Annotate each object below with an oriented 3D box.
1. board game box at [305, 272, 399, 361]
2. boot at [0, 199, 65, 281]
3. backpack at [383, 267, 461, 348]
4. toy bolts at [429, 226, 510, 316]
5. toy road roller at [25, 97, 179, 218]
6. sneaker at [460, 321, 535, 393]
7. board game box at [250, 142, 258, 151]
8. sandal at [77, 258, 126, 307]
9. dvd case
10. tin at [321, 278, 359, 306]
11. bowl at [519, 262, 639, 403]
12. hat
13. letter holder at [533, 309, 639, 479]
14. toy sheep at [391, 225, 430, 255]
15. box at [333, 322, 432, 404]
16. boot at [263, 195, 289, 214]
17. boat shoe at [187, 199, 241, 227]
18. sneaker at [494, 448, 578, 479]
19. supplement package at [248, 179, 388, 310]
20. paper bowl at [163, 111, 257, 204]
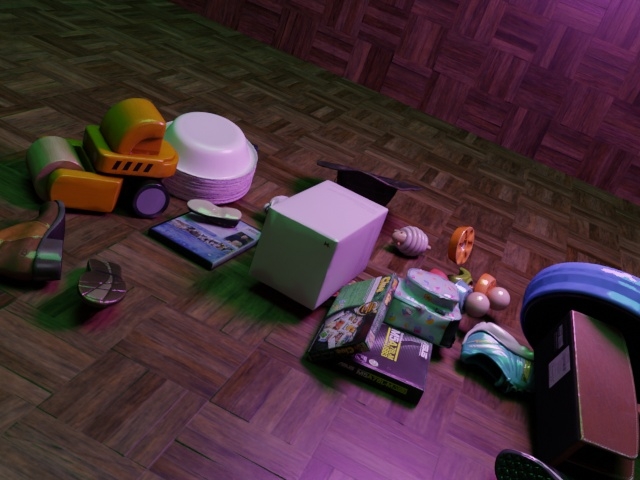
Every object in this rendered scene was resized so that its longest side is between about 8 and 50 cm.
[{"bbox_3d":[0.072,0.156,1.566,0.136,0.030,0.260,-17,21,28],"label":"board game box"},{"bbox_3d":[-0.641,-0.007,1.452,0.280,0.096,0.264,4,37,-18],"label":"boot"},{"bbox_3d":[0.220,0.145,1.700,0.188,0.145,0.166,14,16,5],"label":"backpack"},{"bbox_3d":[0.373,0.097,1.853,0.158,0.218,0.228,20,28,31],"label":"toy bolts"},{"bbox_3d":[-0.492,-0.208,1.748,0.329,0.241,0.202,3,30,-34],"label":"toy road roller"},{"bbox_3d":[0.429,0.295,1.650,0.275,0.107,0.110,31,54,14],"label":"sneaker"},{"bbox_3d":[-0.301,-0.265,2.248,0.165,0.042,0.243,23,25,4],"label":"board game box"},{"bbox_3d":[-0.420,0.090,1.430,0.090,0.060,0.219,18,10,-21],"label":"sandal"},{"bbox_3d":[-0.264,-0.015,1.796,0.180,0.022,0.253,28,26,16],"label":"dvd case"},{"bbox_3d":[0.014,0.111,1.740,0.189,0.040,0.106,8,32,-24],"label":"tin"},{"bbox_3d":[0.617,0.212,1.645,0.391,0.391,0.077,30,60,18],"label":"bowl"},{"bbox_3d":[0.126,-0.137,2.215,0.331,0.134,0.331,16,6,-2],"label":"hat"},{"bbox_3d":[0.553,0.325,1.478,0.214,0.152,0.302,20,46,-6],"label":"letter holder"},{"bbox_3d":[0.252,0.003,2.091,0.132,0.091,0.091,13,26,-30],"label":"toy sheep"},{"bbox_3d":[0.134,0.239,1.564,0.184,0.045,0.191,21,25,6],"label":"box"},{"bbox_3d":[-0.100,-0.053,1.940,0.123,0.095,0.258,22,16,18],"label":"boot"},{"bbox_3d":[-0.259,-0.063,1.825,0.133,0.042,0.049,15,45,-12],"label":"boat shoe"},{"bbox_3d":[0.417,0.452,1.345,0.234,0.084,0.097,30,2,16],"label":"sneaker"},{"bbox_3d":[0.000,0.000,1.703,0.175,0.178,0.293,28,25,16],"label":"supplement package"},{"bbox_3d":[-0.308,-0.233,2.004,0.284,0.148,0.284,14,37,-11],"label":"paper bowl"}]
